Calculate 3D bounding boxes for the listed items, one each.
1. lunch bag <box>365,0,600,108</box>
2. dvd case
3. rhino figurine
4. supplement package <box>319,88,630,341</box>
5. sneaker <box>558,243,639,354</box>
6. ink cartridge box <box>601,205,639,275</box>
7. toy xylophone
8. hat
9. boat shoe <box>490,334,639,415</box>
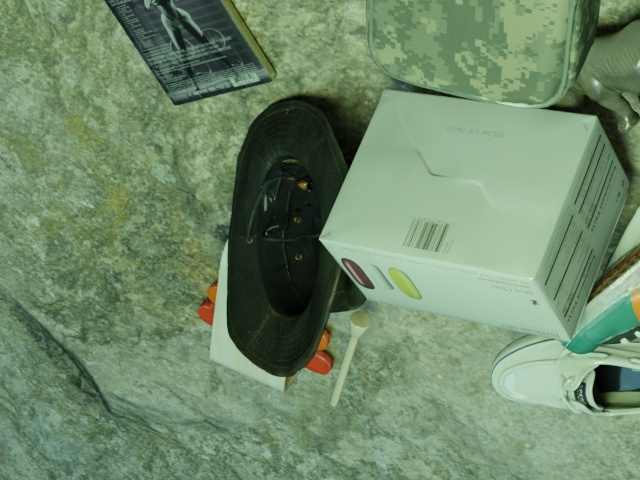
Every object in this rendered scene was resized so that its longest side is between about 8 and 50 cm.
[{"bbox_3d":[0.172,-0.307,1.544,0.212,0.256,0.305,15,137,18],"label":"lunch bag"},{"bbox_3d":[-0.169,-0.264,1.992,0.164,0.018,0.221,-9,125,39],"label":"dvd case"},{"bbox_3d":[0.306,-0.172,1.741,0.243,0.073,0.106,-16,125,44],"label":"rhino figurine"},{"bbox_3d":[0.170,-0.030,1.827,0.261,0.204,0.145,10,156,33],"label":"supplement package"},{"bbox_3d":[0.386,0.053,1.805,0.121,0.108,0.302,47,124,-2],"label":"sneaker"},{"bbox_3d":[0.480,0.056,1.886,0.308,0.091,0.385,25,123,9],"label":"ink cartridge box"},{"bbox_3d":[-0.048,0.101,2.243,0.236,0.081,0.323,28,141,4],"label":"toy xylophone"},{"bbox_3d":[0.000,0.000,2.023,0.134,0.331,0.331,5,152,-31],"label":"hat"},{"bbox_3d":[0.309,0.155,1.910,0.258,0.084,0.095,-10,113,27],"label":"boat shoe"}]
